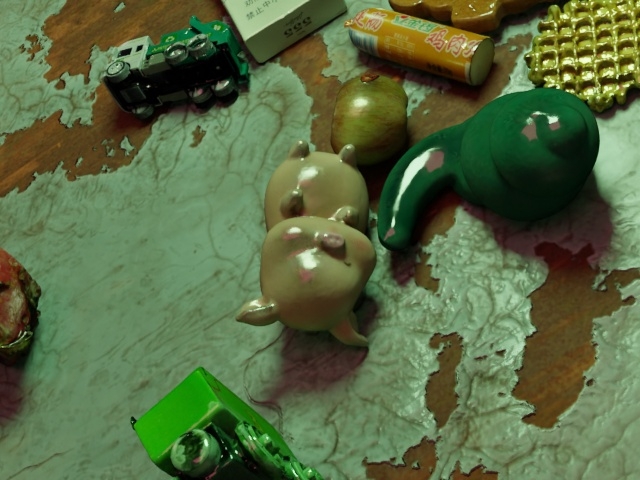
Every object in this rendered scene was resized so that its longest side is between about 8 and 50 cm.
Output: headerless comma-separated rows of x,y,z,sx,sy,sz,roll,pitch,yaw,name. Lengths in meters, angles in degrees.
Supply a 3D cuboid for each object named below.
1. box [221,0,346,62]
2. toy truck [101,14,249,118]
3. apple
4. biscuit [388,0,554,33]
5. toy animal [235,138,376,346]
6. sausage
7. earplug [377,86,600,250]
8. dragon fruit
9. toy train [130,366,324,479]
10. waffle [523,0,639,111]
-0.086,-0.417,1.623,0.168,0.071,0.259,-31,56,6,box
-0.219,-0.273,1.590,0.216,0.110,0.116,-11,48,19,toy truck
0.066,-0.157,1.393,0.102,0.126,0.126,9,66,0,apple
0.247,-0.426,1.501,0.284,0.043,0.306,0,62,27,biscuit
-0.011,0.002,1.321,0.167,0.154,0.250,5,59,1,toy animal
0.129,-0.280,1.459,0.234,0.071,0.071,23,75,31,sausage
0.210,-0.099,1.274,0.258,0.280,0.163,-7,79,-20,earplug
-0.507,0.068,1.472,0.282,0.211,0.147,16,68,27,dragon fruit
-0.100,0.256,1.181,0.132,0.243,0.188,-42,47,-1,toy train
0.364,-0.251,1.361,0.191,0.038,0.191,-10,60,19,waffle
